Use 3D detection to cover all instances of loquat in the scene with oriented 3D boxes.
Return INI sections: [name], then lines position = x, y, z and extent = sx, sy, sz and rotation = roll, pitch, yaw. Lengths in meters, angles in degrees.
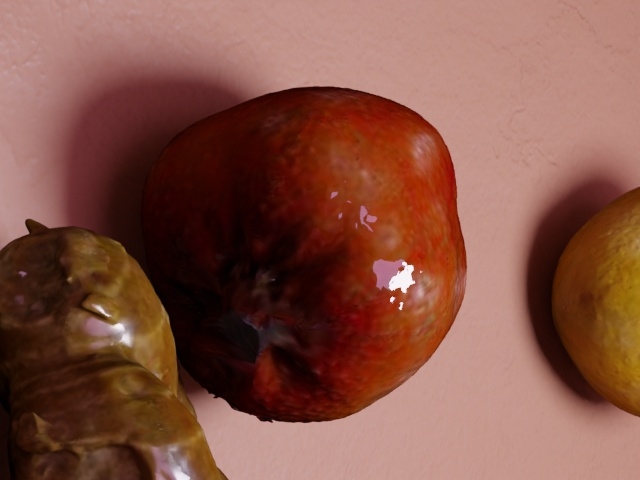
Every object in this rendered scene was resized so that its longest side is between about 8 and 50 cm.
[loquat]
position = 0.395, 0.063, 2.085
extent = 0.275, 0.274, 0.275
rotation = 4, 85, -49

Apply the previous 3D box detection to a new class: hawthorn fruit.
[hawthorn fruit]
position = -0.005, -0.003, 1.630
extent = 0.295, 0.295, 0.311
rotation = 54, 50, -32

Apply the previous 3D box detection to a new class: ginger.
[ginger]
position = -0.156, 0.173, 1.472
extent = 0.274, 0.152, 0.358
rotation = 71, -1, -60
